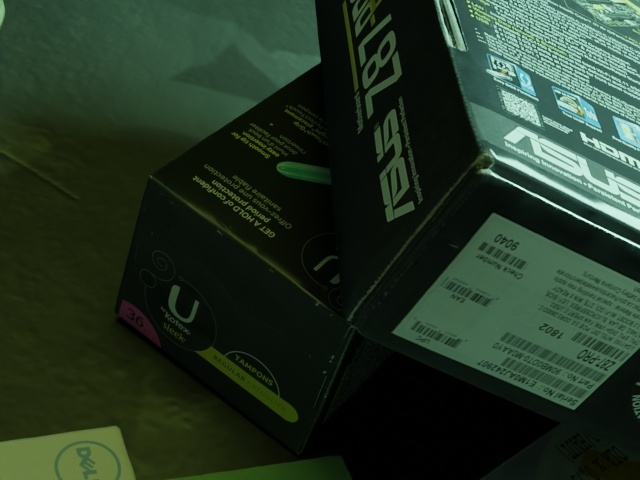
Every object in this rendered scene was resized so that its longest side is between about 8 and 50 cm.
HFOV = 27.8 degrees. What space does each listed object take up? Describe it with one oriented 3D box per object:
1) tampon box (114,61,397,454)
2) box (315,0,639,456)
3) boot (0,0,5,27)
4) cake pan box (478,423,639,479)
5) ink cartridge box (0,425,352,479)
[{"bbox_3d":[0.000,0.000,0.646,0.120,0.101,0.161,36,45,15],"label":"tampon box"},{"bbox_3d":[0.188,-0.016,0.609,0.395,0.097,0.318,24,34,-20],"label":"box"},{"bbox_3d":[-0.249,-0.153,0.650,0.077,0.165,0.213,-2,25,26],"label":"boot"},{"bbox_3d":[0.182,0.177,0.552,0.267,0.070,0.246,-21,58,-42],"label":"cake pan box"},{"bbox_3d":[-0.063,0.154,0.505,0.235,0.056,0.171,-6,49,-23],"label":"ink cartridge box"}]
